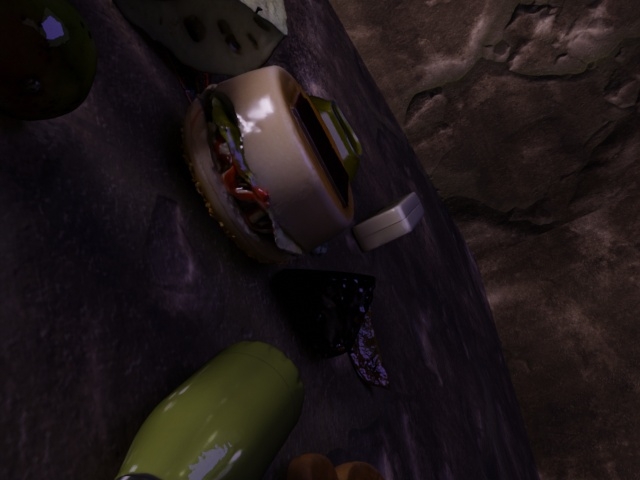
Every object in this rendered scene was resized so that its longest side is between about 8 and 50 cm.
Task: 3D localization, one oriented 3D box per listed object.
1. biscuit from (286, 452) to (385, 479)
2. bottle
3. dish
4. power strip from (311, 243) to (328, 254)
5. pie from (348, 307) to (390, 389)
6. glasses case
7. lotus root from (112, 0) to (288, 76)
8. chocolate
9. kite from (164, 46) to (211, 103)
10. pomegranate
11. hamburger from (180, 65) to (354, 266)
[{"bbox_3d":[0.031,0.384,0.696,0.355,0.052,0.275,14,54,-67],"label":"biscuit"},{"bbox_3d":[-0.100,0.180,0.516,0.112,0.112,0.260,63,19,-4],"label":"bottle"},{"bbox_3d":[0.015,-0.234,1.340,0.263,0.108,0.221,59,19,-16],"label":"dish"},{"bbox_3d":[0.000,0.000,1.120,0.055,0.035,0.083,61,17,-10],"label":"power strip"},{"bbox_3d":[0.075,0.181,1.094,0.088,0.033,0.191,24,43,-39],"label":"pie"},{"bbox_3d":[0.180,-0.053,1.505,0.070,0.131,0.313,64,20,-3],"label":"glasses case"},{"bbox_3d":[-0.201,-0.400,0.941,0.267,0.149,0.260,29,30,-28],"label":"lotus root"},{"bbox_3d":[0.011,0.116,0.913,0.156,0.156,0.133,6,88,-68],"label":"chocolate"},{"bbox_3d":[-0.186,-0.236,0.963,0.232,0.009,0.189,46,27,-43],"label":"kite"},{"bbox_3d":[-0.265,-0.168,0.526,0.130,0.130,0.130,52,23,-32],"label":"pomegranate"},{"bbox_3d":[-0.072,-0.109,0.867,0.302,0.170,0.302,58,17,-29],"label":"hamburger"}]
